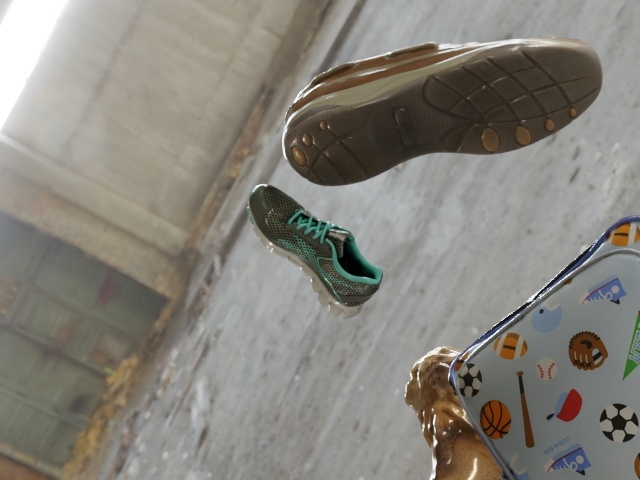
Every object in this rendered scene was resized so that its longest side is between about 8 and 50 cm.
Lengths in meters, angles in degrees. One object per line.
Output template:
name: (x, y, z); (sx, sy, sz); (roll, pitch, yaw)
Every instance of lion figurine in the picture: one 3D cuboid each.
lion figurine: (0.139, 0.298, 0.999); (0.142, 0.240, 0.392); (-32, 14, 39)

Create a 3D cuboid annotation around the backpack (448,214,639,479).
backpack: (0.259, 0.141, 0.768); (0.276, 0.263, 0.213); (-45, -23, 24)

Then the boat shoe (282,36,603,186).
boat shoe: (0.116, -0.154, 0.967); (0.116, 0.324, 0.123); (-97, -5, -50)

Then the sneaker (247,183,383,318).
sneaker: (0.000, 0.000, 0.958); (0.076, 0.166, 0.065); (-37, 10, 51)
